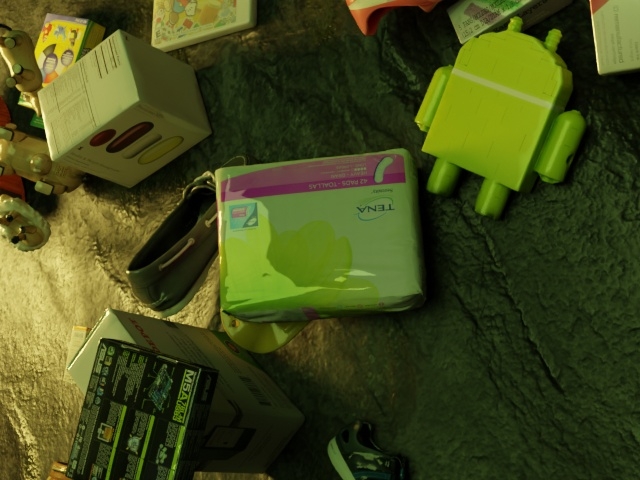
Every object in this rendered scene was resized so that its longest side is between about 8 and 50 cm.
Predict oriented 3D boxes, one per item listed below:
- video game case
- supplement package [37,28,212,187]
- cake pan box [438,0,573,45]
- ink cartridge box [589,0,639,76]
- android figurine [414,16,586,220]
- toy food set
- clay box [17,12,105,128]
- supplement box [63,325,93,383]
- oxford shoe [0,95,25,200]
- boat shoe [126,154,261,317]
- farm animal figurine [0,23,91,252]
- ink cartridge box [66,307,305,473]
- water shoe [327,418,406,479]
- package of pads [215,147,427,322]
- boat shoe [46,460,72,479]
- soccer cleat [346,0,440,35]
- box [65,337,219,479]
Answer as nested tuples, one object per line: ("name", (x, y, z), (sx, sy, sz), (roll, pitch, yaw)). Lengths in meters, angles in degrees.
("video game case", (-0.209, -0.457, 1.792), (0.227, 0.026, 0.206), (-8, 74, 32))
("supplement package", (-0.335, -0.219, 1.712), (0.203, 0.194, 0.149), (-30, 64, 25))
("cake pan box", (0.276, -0.430, 1.439), (0.267, 0.070, 0.246), (-29, 62, 26))
("ink cartridge box", (0.456, -0.300, 1.245), (0.218, 0.092, 0.158), (-5, 97, 31))
("android figurine", (0.247, -0.174, 1.385), (0.248, 0.056, 0.273), (26, 100, 34))
("toy food set", (-0.050, 0.078, 1.520), (0.218, 0.071, 0.128), (-42, 77, -2))
("clay box", (-0.510, -0.326, 1.942), (0.127, 0.053, 0.222), (15, 86, 34))
("supplement box", (-0.406, 0.202, 1.734), (0.036, 0.062, 0.098), (3, 80, 33))
("oxford shoe", (-0.701, -0.188, 1.993), (0.133, 0.130, 0.363), (-32, 62, 30))
("boat shoe", (-0.188, -0.034, 1.540), (0.112, 0.095, 0.335), (-7, 43, 38))
("farm animal figurine", (-0.560, -0.192, 1.833), (0.327, 0.172, 0.330), (37, 96, -2))
("ink cartridge box", (-0.192, 0.223, 1.448), (0.211, 0.289, 0.121), (44, 103, 33))
("water shoe", (0.087, 0.330, 1.368), (0.080, 0.073, 0.203), (-50, 57, 10))
("package of pads", (0.000, 0.000, 1.436), (0.296, 0.101, 0.229), (-6, 74, 9))
("boat shoe", (-0.335, 0.395, 1.606), (0.324, 0.122, 0.120), (-11, 69, 30))
("soccer cleat", (0.177, -0.389, 1.406), (0.318, 0.108, 0.116), (-14, 91, 29))
("box", (-0.230, 0.235, 1.269), (0.184, 0.045, 0.190), (10, 85, 32))
